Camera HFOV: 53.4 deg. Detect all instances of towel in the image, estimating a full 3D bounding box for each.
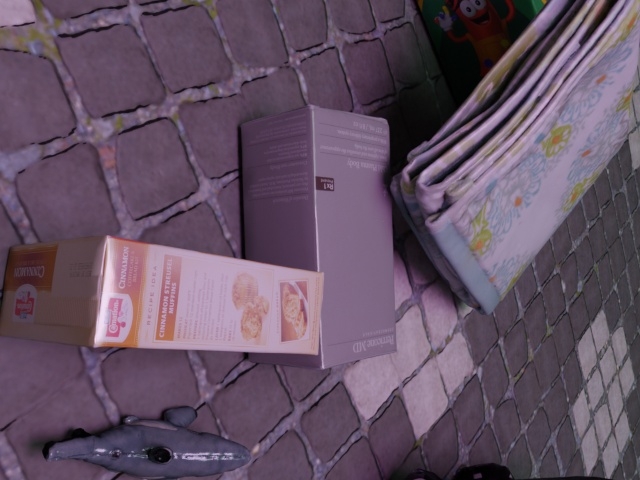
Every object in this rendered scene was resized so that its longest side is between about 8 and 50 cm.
[{"bbox_3d":[0.246,-0.087,0.743,0.320,0.090,0.374,-48,151,-2],"label":"towel"}]

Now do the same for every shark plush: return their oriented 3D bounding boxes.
[{"bbox_3d":[-0.133,0.157,0.499,0.161,0.067,0.073,36,63,-40],"label":"shark plush"}]

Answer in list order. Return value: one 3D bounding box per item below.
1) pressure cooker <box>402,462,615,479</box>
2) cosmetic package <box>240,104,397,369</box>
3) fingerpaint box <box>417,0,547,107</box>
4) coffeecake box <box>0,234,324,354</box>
[{"bbox_3d":[0.241,0.434,0.665,0.420,0.370,0.375,22,69,-48],"label":"pressure cooker"},{"bbox_3d":[0.000,0.000,0.625,0.127,0.107,0.238,-3,87,-50],"label":"cosmetic package"},{"bbox_3d":[0.297,-0.454,0.919,0.445,0.163,0.371,-51,123,-36],"label":"fingerpaint box"},{"bbox_3d":[-0.113,0.046,0.471,0.185,0.142,0.068,12,78,-46],"label":"coffeecake box"}]
